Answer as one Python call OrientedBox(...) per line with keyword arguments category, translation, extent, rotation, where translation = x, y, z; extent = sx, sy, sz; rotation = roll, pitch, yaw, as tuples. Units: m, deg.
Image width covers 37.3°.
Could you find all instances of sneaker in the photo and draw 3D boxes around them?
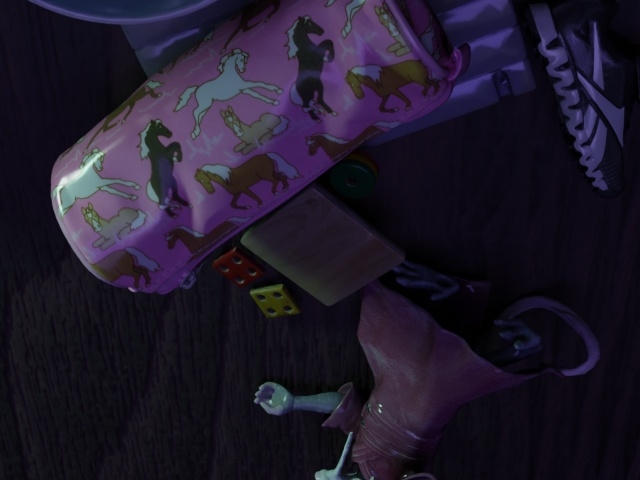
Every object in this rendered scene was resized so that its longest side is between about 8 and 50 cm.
OrientedBox(category="sneaker", translation=(0.285, -0.146, 0.948), extent=(0.106, 0.078, 0.234), rotation=(-20, 118, 15))

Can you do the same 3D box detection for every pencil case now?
OrientedBox(category="pencil case", translation=(-0.060, -0.107, 0.859), extent=(0.386, 0.160, 0.167), rotation=(-35, 129, 19))

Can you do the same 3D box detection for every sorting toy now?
OrientedBox(category="sorting toy", translation=(0.000, 0.000, 1.040), extent=(0.132, 0.046, 0.274), rotation=(37, 135, -19))

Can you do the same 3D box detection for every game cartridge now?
OrientedBox(category="game cartridge", translation=(0.009, -0.194, 0.929), extent=(0.355, 0.068, 0.230), rotation=(-18, 117, 11))

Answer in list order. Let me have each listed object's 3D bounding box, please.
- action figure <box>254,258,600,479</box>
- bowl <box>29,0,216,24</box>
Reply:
OrientedBox(category="action figure", translation=(0.103, 0.197, 1.130), extent=(0.276, 0.248, 0.370), rotation=(-1, 125, -32))
OrientedBox(category="bowl", translation=(-0.161, -0.349, 0.767), extent=(0.312, 0.163, 0.311), rotation=(0, 121, 0))
